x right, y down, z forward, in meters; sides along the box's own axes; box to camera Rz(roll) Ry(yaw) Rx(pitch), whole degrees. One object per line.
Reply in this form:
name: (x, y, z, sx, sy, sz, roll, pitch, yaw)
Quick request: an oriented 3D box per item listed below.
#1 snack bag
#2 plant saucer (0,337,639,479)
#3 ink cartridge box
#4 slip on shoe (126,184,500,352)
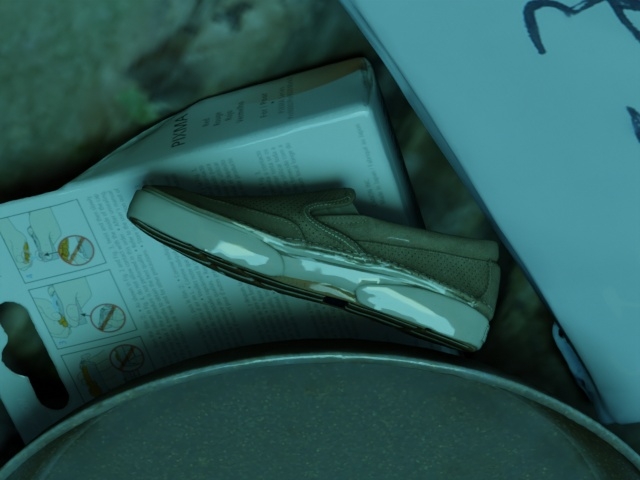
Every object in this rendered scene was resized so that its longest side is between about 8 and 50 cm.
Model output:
snack bag: (0.192, -0.029, 0.517, 0.342, 0.037, 0.323, -6, 143, 28)
plant saucer: (-0.001, 0.148, 0.685, 0.310, 0.050, 0.311, -2, 129, -2)
ink cartridge box: (-0.045, 0.019, 0.646, 0.179, 0.045, 0.145, -13, 123, 11)
slip on shoe: (0.000, 0.000, 0.585, 0.135, 0.051, 0.041, 19, 82, -4)
